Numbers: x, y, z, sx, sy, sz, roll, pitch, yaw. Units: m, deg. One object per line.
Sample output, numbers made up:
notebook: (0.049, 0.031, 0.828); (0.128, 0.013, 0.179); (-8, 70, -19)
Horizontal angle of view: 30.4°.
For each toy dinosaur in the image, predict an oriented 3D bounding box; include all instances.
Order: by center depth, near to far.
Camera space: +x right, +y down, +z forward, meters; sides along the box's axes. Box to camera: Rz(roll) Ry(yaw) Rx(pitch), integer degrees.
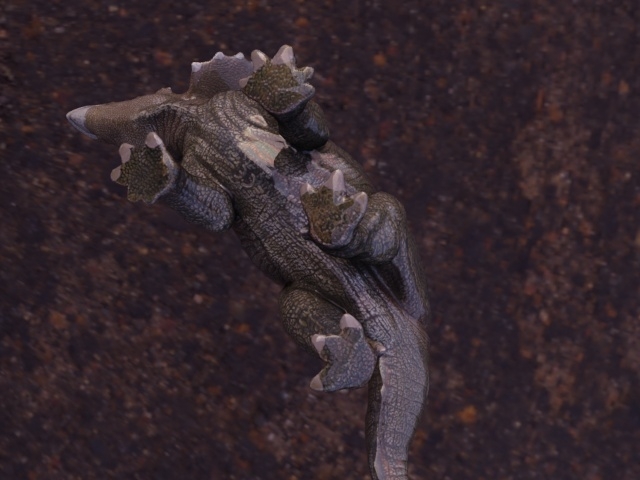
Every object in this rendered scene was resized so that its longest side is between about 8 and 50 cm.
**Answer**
toy dinosaur: (0.000, 0.000, 0.569); (0.121, 0.313, 0.160); (-47, 166, 7)
